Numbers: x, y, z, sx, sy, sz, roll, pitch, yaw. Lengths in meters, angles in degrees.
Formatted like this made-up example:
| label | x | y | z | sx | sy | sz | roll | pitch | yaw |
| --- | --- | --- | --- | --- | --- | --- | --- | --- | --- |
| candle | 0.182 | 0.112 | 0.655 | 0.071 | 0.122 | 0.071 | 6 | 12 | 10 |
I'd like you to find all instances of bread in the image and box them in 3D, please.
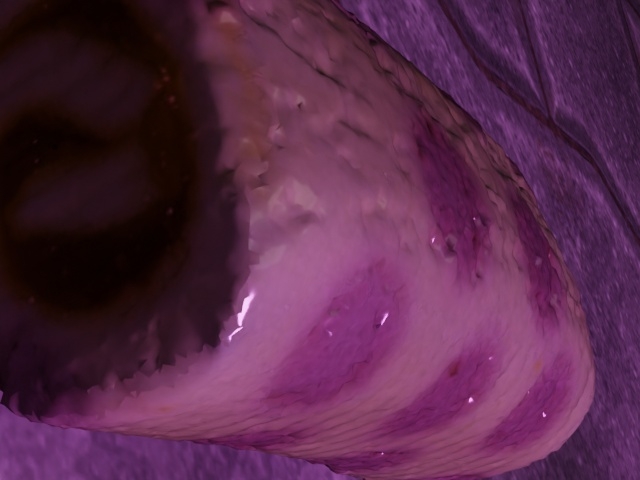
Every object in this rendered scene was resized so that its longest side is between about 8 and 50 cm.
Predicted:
| label | x | y | z | sx | sy | sz | roll | pitch | yaw |
| --- | --- | --- | --- | --- | --- | --- | --- | --- | --- |
| bread | 0.000 | 0.000 | 0.578 | 0.338 | 0.155 | 0.187 | 24 | 47 | -58 |
